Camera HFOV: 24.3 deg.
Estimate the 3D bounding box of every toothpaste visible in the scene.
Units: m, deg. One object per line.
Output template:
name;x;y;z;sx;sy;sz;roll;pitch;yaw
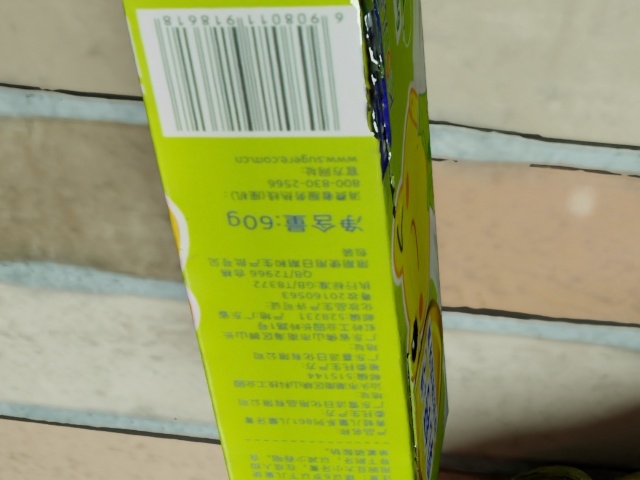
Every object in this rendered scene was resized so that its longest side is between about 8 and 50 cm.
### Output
toothpaste;0.000;0.000;0.558;0.077;0.110;0.327;1;133;9

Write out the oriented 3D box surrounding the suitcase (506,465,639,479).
suitcase;0.142;0.193;0.656;0.235;0.194;0.143;-22;117;28
